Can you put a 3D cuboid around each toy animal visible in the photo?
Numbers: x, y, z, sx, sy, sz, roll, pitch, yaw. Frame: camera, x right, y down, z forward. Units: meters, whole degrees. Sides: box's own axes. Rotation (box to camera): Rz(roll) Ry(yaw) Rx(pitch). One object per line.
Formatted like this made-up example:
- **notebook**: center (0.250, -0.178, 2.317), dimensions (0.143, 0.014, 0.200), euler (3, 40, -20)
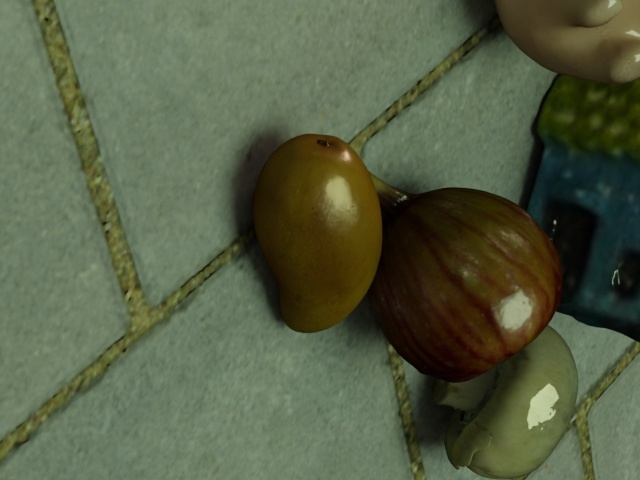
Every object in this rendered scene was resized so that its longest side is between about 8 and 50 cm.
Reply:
- **toy animal**: center (0.290, -0.275, 1.608), dimensions (0.326, 0.269, 0.237), euler (-27, 131, -4)

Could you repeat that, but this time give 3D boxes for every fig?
- **fig**: center (0.101, 0.014, 1.555), dimensions (0.175, 0.207, 0.175), euler (-41, 172, -7)

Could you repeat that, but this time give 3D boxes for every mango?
- **mango**: center (0.000, 0.000, 1.448), dimensions (0.102, 0.085, 0.184), euler (-17, 128, -14)

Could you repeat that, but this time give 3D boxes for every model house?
- **model house**: center (0.341, -0.063, 1.734), dimensions (0.215, 0.237, 0.303), euler (2, 103, -52)

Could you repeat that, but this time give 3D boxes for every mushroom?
- **mushroom**: center (0.164, 0.142, 1.695), dimensions (0.154, 0.122, 0.154), euler (-157, -90, -83)
